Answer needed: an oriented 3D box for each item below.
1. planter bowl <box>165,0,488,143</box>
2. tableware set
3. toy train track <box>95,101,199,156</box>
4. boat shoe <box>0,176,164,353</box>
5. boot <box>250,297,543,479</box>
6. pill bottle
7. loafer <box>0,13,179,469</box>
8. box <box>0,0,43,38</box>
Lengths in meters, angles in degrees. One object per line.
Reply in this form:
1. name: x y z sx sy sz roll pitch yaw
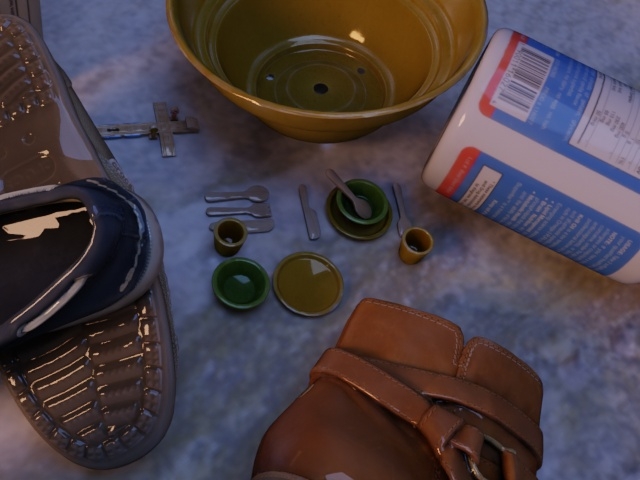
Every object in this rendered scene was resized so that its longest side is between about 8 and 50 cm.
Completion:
1. planter bowl: 0.003 -0.135 0.621 0.217 0.090 0.217 2 53 -3
2. tableware set: 0.000 0.000 0.587 0.154 0.024 0.104 -3 61 -16
3. toy train track: -0.126 -0.080 0.608 0.083 0.014 0.048 -6 61 -17
4. boat shoe: -0.202 0.037 0.427 0.254 0.079 0.095 -18 80 7
5. boot: 0.093 0.171 0.475 0.283 0.109 0.220 29 45 -1
6. pill bottle: 0.193 -0.045 0.604 0.221 0.124 0.124 28 57 2
7. loafer: -0.143 -0.003 0.511 0.102 0.092 0.269 -21 80 6
8. box: -0.300 -0.140 0.520 0.232 0.149 0.127 -29 70 -28
